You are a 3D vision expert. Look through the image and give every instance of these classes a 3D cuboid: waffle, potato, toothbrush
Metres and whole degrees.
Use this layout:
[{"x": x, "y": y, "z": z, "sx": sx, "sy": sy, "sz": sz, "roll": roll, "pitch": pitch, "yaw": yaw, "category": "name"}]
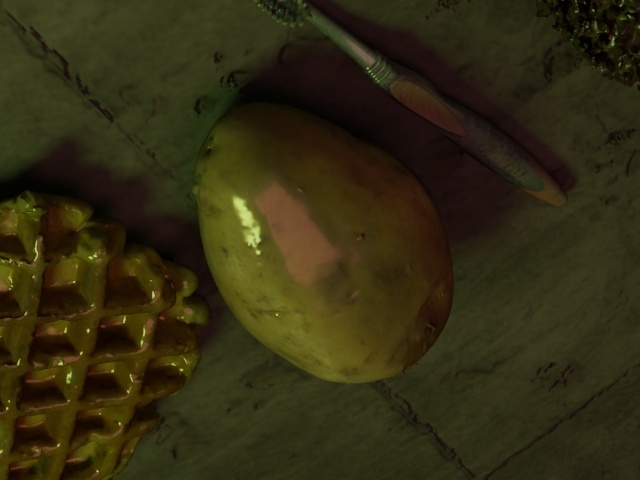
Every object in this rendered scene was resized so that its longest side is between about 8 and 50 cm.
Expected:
[{"x": -0.220, "y": 0.093, "z": 1.252, "sx": 0.281, "sy": 0.058, "sz": 0.301, "roll": 19, "pitch": 117, "yaw": -38, "category": "waffle"}, {"x": -0.003, "y": 0.004, "z": 1.255, "sx": 0.235, "sy": 0.128, "sz": 0.161, "roll": 25, "pitch": 97, "yaw": -36, "category": "potato"}, {"x": 0.067, "y": -0.099, "z": 1.261, "sx": 0.028, "sy": 0.037, "sz": 0.375, "roll": -44, "pitch": 137, "yaw": 16, "category": "toothbrush"}]

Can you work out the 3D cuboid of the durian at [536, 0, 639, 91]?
[{"x": 0.239, "y": -0.177, "z": 1.183, "sx": 0.196, "sy": 0.167, "sz": 0.196, "roll": 7, "pitch": 126, "yaw": 10, "category": "durian"}]
